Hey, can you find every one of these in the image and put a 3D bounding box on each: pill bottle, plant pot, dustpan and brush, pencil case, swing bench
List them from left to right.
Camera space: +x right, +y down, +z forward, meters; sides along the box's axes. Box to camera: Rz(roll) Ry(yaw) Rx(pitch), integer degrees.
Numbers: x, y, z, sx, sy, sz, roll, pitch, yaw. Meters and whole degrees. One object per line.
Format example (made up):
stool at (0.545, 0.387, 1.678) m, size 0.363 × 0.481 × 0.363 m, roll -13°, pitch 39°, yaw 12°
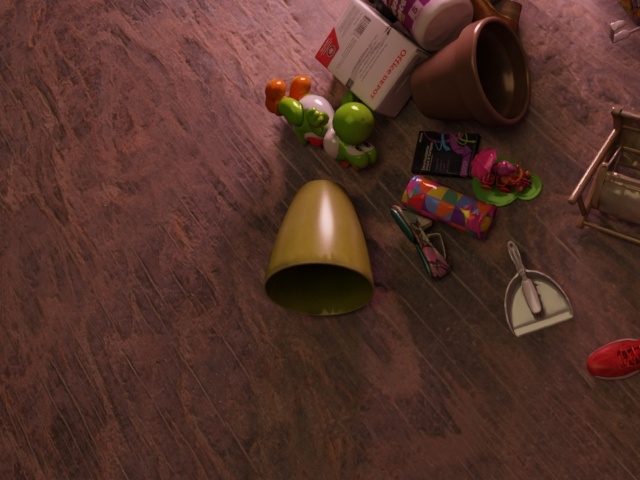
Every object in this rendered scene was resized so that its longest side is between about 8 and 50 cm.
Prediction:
plant pot at (0.000, 0.000, 1.918) m, size 0.275 × 0.275 × 0.293 m, roll -13°, pitch 55°, yaw 23°
pill bottle at (0.251, -0.651, 1.966) m, size 0.169 × 0.169 × 0.301 m, roll -38°, pitch 62°, yaw 12°
pencil case at (0.316, -0.085, 1.857) m, size 0.236 × 0.104 × 0.104 m, roll 28°, pitch 89°, yaw 30°
plant pot at (0.358, -0.396, 1.866) m, size 0.229 × 0.263 × 0.262 m, roll -6°, pitch 72°, yaw 45°
dustpan and brush at (0.479, 0.101, 1.742) m, size 0.147 × 0.060 × 0.211 m, roll -23°, pitch 66°, yaw 19°
swing bench at (0.717, -0.123, 1.634) m, size 0.253 × 0.165 × 0.254 m, roll 24°, pitch 82°, yaw 31°

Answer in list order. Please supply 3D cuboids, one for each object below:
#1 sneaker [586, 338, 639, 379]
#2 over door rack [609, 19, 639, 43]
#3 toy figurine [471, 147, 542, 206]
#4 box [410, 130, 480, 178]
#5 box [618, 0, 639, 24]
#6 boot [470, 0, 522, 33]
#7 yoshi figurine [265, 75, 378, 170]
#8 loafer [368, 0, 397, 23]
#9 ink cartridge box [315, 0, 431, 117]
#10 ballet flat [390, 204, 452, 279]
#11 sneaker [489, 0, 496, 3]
sneaker at (0.663, 0.232, 1.571) m, size 0.221 × 0.128 × 0.086 m, roll -20°, pitch 66°, yaw 19°
over door rack at (0.831, -0.414, 1.672) m, size 0.325 × 0.108 × 0.239 m, roll -18°, pitch 66°, yaw -1°
toy figurine at (0.427, -0.159, 1.787) m, size 0.173 × 0.159 × 0.130 m, roll 14°, pitch 82°, yaw 29°
box at (0.321, -0.222, 1.935) m, size 0.162 × 0.029 × 0.116 m, roll 7°, pitch 78°, yaw 29°
box at (0.785, -0.725, 1.765) m, size 0.279 × 0.177 × 0.289 m, roll -32°, pitch 64°, yaw 16°
boot at (0.415, -0.558, 1.963) m, size 0.197 × 0.073 × 0.152 m, roll 19°, pitch 89°, yaw 32°
yoshi figurine at (0.023, -0.344, 2.030) m, size 0.362 × 0.203 × 0.203 m, roll 40°, pitch 89°, yaw 27°
loafer at (0.163, -0.704, 2.126) m, size 0.078 × 0.076 × 0.223 m, roll -39°, pitch 63°, yaw 39°
ink cartridge box at (0.146, -0.490, 2.026) m, size 0.273 × 0.114 × 0.197 m, roll 49°, pitch 115°, yaw 30°
ballet flat at (0.259, -0.007, 1.885) m, size 0.079 × 0.077 × 0.221 m, roll -28°, pitch 68°, yaw -3°
sneaker at (0.360, -0.738, 2.009) m, size 0.297 × 0.131 × 0.111 m, roll 30°, pitch 92°, yaw 32°
